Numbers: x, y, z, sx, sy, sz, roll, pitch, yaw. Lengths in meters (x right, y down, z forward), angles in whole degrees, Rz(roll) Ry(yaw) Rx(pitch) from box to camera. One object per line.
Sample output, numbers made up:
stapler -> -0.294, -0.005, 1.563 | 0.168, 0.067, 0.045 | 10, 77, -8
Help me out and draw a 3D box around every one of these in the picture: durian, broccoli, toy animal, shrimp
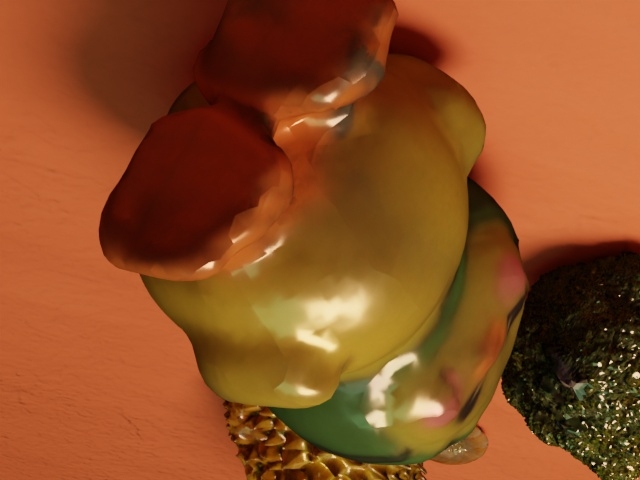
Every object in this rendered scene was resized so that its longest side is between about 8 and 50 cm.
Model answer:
durian -> 0.007, 0.189, 1.308 | 0.144, 0.139, 0.252 | -44, 139, 8
broccoli -> 0.190, 0.084, 1.059 | 0.162, 0.146, 0.138 | -39, 161, 30
toy animal -> -0.002, 0.000, 0.903 | 0.191, 0.216, 0.338 | 22, 164, 35
shrimp -> 0.092, 0.156, 1.301 | 0.108, 0.023, 0.059 | 27, 135, -28
